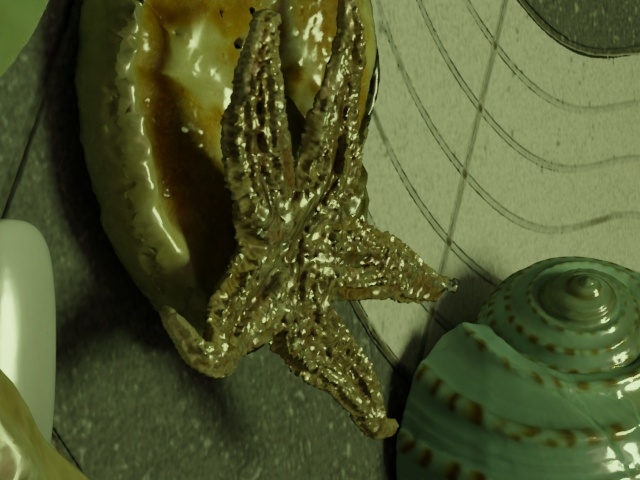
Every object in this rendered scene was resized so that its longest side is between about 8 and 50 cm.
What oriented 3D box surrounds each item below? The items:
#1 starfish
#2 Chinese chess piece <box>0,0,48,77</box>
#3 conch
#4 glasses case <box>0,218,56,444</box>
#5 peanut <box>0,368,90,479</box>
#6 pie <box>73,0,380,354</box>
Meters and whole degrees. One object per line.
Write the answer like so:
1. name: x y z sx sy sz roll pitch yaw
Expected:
1. starfish: -0.003 0.000 1.290 0.302 0.060 0.299 54 48 -41
2. Chinese chess piece: -0.269 -0.207 0.923 0.349 0.146 0.349 8 81 -58
3. conch: 0.212 0.184 1.610 0.303 0.215 0.319 -37 118 -41
4. glasses case: -0.185 0.069 1.134 0.063 0.041 0.164 5 84 -56
5. peanut: -0.194 0.144 1.014 0.313 0.152 0.152 61 41 -38
6. pie: -0.053 -0.089 1.326 0.339 0.077 0.339 -12 105 -55
